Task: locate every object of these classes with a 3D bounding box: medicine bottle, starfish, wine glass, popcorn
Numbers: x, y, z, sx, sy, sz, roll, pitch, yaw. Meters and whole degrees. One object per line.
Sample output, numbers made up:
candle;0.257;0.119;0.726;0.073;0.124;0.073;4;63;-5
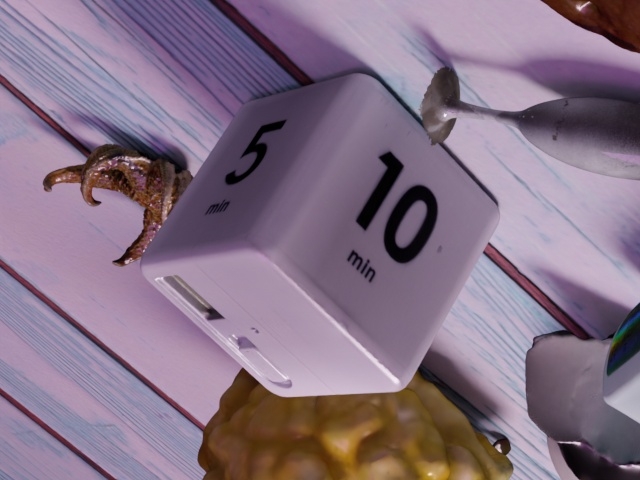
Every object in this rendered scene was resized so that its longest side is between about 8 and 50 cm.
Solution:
medicine bottle;0.299;0.058;1.465;0.083;0.121;0.229;33;154;-1
starfish;-0.182;-0.033;1.884;0.189;0.074;0.146;17;149;27
wine glass;0.175;-0.084;1.423;0.198;0.066;0.066;13;149;30
popcorn;0.016;0.283;1.926;0.349;0.381;0.349;40;158;20

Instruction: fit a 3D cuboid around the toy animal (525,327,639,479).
toy animal;0.263;0.159;1.687;0.166;0.138;0.179;43;168;23

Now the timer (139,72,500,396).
timer;0.000;0.000;1.607;0.192;0.195;0.194;44;152;-24

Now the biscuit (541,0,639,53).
biscuit;0.198;-0.192;1.233;0.212;0.036;0.212;26;154;14
